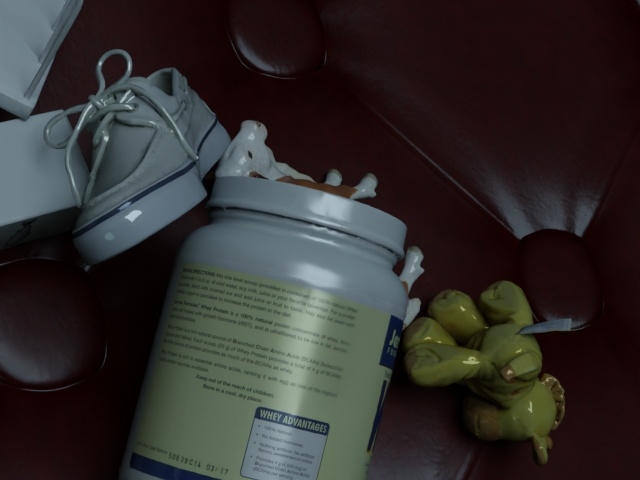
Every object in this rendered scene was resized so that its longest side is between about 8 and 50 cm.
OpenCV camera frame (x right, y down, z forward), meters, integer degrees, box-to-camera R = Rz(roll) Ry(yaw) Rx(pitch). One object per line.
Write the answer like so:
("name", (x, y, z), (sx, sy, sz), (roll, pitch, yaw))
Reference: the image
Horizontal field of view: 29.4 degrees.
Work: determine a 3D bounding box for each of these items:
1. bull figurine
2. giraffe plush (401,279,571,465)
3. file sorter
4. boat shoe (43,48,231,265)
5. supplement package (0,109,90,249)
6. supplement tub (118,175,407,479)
("bull figurine", (0.000, 0.000, 1.389), (0.188, 0.101, 0.310), (-25, 87, -39))
("giraffe plush", (0.213, 0.164, 1.427), (0.181, 0.210, 0.170), (-48, 128, -39))
("file sorter", (-0.319, -0.301, 1.224), (0.192, 0.173, 0.278), (27, 38, -18))
("boat shoe", (-0.183, -0.105, 1.187), (0.156, 0.135, 0.367), (59, 18, -15))
("supplement package", (-0.333, -0.049, 1.215), (0.179, 0.105, 0.105), (-18, 81, -33))
("supplement tub", (-0.048, 0.120, 1.190), (0.235, 0.235, 0.325), (17, 82, -23))
